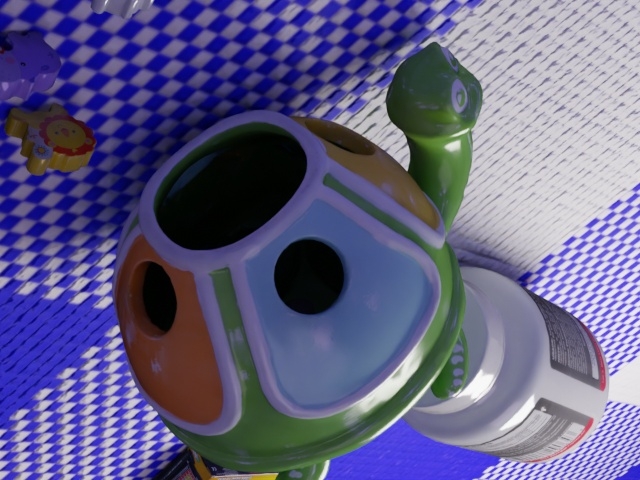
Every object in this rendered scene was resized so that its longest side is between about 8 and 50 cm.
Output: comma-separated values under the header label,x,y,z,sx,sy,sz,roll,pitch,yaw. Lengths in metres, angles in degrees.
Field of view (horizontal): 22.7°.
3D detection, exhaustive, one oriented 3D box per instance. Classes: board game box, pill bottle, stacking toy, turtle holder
label,x,y,z,sx,sy,sz,roll,pitch,yaw
board game box,-0.115,0.274,1.732,0.141,0.048,0.170,-45,151,26
pill bottle,0.165,0.124,1.609,0.176,0.176,0.318,-37,154,14
stacking toy,-0.215,-0.097,0.946,0.221,0.052,0.167,-10,148,-35
turtle holder,-0.001,0.015,1.169,0.320,0.243,0.227,-22,138,3
